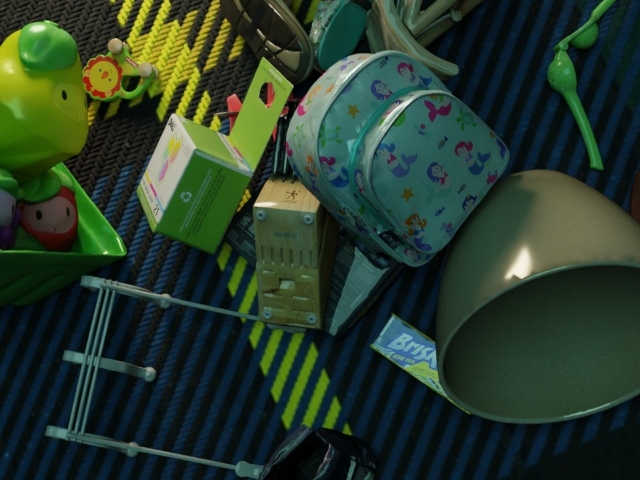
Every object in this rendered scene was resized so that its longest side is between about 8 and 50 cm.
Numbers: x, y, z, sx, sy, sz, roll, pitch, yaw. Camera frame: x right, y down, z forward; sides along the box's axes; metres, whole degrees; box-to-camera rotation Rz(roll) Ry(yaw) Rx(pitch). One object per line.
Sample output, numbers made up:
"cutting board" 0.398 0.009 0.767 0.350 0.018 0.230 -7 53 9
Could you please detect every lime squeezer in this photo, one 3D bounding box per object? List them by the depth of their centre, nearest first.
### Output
"lime squeezer" 0.382 -0.261 1.882 0.110 0.059 0.310 14 82 13

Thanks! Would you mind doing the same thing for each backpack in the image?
"backpack" 0.093 -0.111 1.694 0.253 0.191 0.225 43 79 -18

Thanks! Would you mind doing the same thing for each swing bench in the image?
"swing bench" 0.159 -0.339 1.821 0.165 0.253 0.254 32 86 -1

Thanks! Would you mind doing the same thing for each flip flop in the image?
"flip flop" -0.070 -0.338 1.962 0.277 0.080 0.112 58 136 29

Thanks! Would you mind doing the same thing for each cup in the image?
"cup" 0.291 0.048 1.733 0.331 0.331 0.237 -17 50 7

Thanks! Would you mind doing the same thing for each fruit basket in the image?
"fruit basket" -0.414 -0.098 1.841 0.392 0.392 0.283 -40 75 1

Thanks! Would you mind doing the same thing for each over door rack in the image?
"over door rack" -0.201 0.197 1.890 0.324 0.108 0.239 12 82 -2

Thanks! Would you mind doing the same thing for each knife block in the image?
"knife block" -0.016 -0.048 1.852 0.088 0.242 0.275 7 123 14

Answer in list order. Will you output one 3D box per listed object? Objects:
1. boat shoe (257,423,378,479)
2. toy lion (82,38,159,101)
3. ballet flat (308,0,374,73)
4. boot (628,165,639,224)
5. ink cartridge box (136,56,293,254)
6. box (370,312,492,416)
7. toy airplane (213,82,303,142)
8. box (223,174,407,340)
"boat shoe" -0.071 0.386 1.782 0.127 0.158 0.340 33 84 29
"toy lion" -0.308 -0.247 2.024 0.100 0.034 0.096 38 95 14
"ballet flat" 0.041 -0.352 1.961 0.077 0.091 0.241 23 79 44
"boot" 0.465 -0.121 1.723 0.096 0.280 0.264 21 84 14
"ink cartridge box" -0.150 -0.136 1.853 0.097 0.189 0.255 21 103 -21
"box" 0.154 0.171 1.844 0.169 0.054 0.059 34 87 15
"toy airplane" -0.080 -0.190 1.969 0.151 0.028 0.151 -2 78 11
"box" 0.000 0.000 1.902 0.233 0.059 0.183 40 89 16
